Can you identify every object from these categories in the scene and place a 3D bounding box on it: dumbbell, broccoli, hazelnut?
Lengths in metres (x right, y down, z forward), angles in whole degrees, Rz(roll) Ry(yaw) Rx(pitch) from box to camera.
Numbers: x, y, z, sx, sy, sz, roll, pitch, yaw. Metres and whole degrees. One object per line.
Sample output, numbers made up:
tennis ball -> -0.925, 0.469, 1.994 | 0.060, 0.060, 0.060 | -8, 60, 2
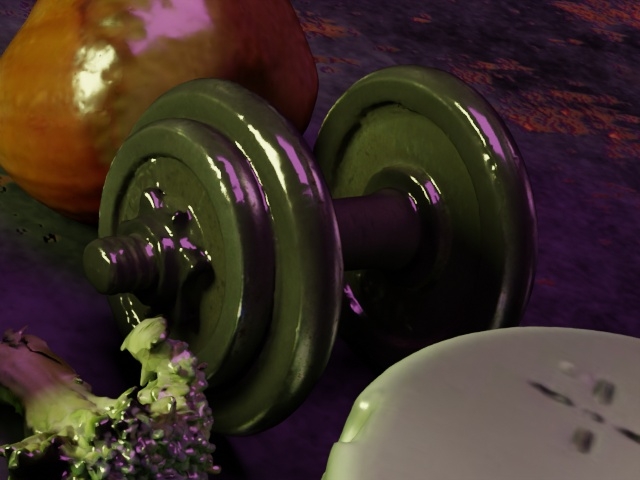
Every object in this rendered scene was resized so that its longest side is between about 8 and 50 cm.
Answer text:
dumbbell -> 0.000, 0.000, 0.930 | 0.290, 0.192, 0.192 | -8, 39, -38
broccoli -> -0.119, 0.092, 0.813 | 0.118, 0.122, 0.204 | -22, 28, -18
hazelnut -> -0.111, -0.107, 1.051 | 0.210, 0.186, 0.210 | 7, 50, -9

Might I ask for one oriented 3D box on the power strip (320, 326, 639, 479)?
power strip -> 0.149, 0.203, 0.711 | 0.358, 0.161, 0.357 | 14, 31, -9
